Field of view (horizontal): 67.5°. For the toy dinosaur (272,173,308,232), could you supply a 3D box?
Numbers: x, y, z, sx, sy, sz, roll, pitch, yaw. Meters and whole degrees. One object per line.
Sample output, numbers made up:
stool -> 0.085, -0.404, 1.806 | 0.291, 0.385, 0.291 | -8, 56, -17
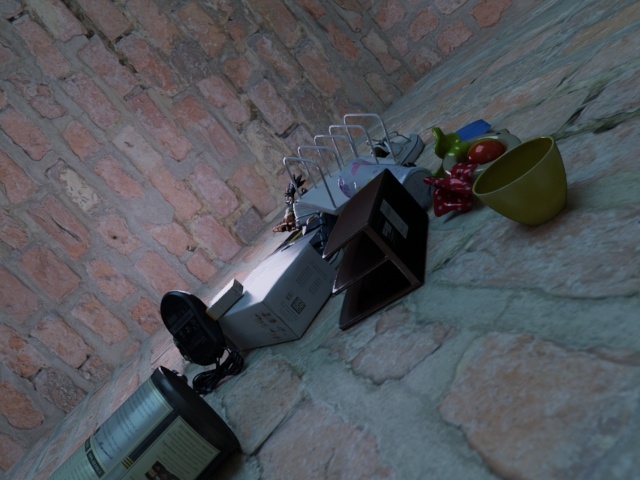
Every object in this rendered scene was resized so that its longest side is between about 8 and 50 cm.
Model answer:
toy dinosaur -> -0.081, -0.119, 1.796 | 0.321, 0.164, 0.219 | -13, 45, 26

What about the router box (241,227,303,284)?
router box -> -0.115, 0.078, 1.590 | 0.309, 0.081, 0.243 | -47, 13, -25

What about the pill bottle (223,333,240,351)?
pill bottle -> -0.262, 0.242, 1.338 | 0.078, 0.137, 0.078 | -40, 11, 10

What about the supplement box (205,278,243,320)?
supplement box -> -0.242, 0.149, 1.216 | 0.098, 0.036, 0.062 | -44, 15, 7

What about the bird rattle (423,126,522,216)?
bird rattle -> 0.316, -0.168, 1.006 | 0.206, 0.143, 0.254 | -20, 22, 19

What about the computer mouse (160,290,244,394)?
computer mouse -> -0.311, 0.244, 1.236 | 0.188, 0.272, 0.072 | -38, -7, 26

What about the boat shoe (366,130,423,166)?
boat shoe -> 0.228, -0.299, 1.655 | 0.135, 0.156, 0.367 | -26, 20, 51

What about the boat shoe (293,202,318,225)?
boat shoe -> 0.039, -0.125, 1.593 | 0.267, 0.088, 0.096 | -18, -1, -5

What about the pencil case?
pencil case -> 0.165, -0.145, 1.227 | 0.124, 0.114, 0.273 | -29, 27, -26

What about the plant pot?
plant pot -> 0.317, -0.079, 0.731 | 0.134, 0.095, 0.134 | -39, 13, 11

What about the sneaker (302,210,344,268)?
sneaker -> 0.000, 0.000, 1.403 | 0.126, 0.127, 0.321 | -34, 15, 27

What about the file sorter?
file sorter -> 0.057, -0.234, 1.419 | 0.277, 0.173, 0.192 | -39, 32, -23

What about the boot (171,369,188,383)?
boot -> -0.443, 0.417, 1.432 | 0.219, 0.082, 0.106 | -35, 16, 36

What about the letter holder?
letter holder -> 0.091, 0.013, 1.002 | 0.214, 0.152, 0.302 | -38, 12, 28

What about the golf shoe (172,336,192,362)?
golf shoe -> -0.397, 0.333, 1.600 | 0.272, 0.105, 0.120 | -20, 9, 47

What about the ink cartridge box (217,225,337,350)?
ink cartridge box -> -0.103, 0.130, 1.241 | 0.309, 0.130, 0.272 | -26, 21, 52

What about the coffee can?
coffee can -> -0.305, 0.384, 0.811 | 0.275, 0.202, 0.201 | -45, 12, -16

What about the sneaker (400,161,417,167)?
sneaker -> 0.199, -0.140, 1.404 | 0.208, 0.082, 0.094 | -38, 3, -12

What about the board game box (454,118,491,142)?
board game box -> 0.402, -0.272, 1.311 | 0.133, 0.033, 0.169 | -33, 19, 15
